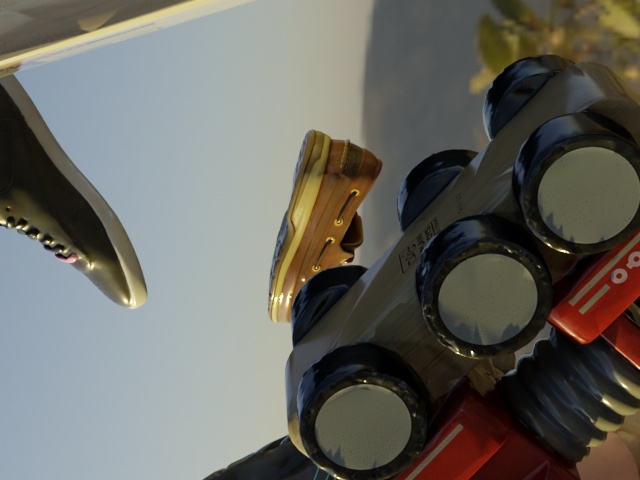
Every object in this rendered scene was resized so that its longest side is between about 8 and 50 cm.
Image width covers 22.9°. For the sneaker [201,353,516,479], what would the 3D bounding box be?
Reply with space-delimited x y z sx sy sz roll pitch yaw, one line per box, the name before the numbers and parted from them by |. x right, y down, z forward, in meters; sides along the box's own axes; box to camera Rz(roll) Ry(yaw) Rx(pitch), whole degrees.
sneaker | 0.030 0.147 0.984 0.101 0.267 0.106 -12 -112 -53

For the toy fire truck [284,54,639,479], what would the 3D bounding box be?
toy fire truck | 0.132 0.058 0.761 0.217 0.246 0.158 -47 17 14

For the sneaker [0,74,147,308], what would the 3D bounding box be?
sneaker | -0.293 -0.024 1.500 0.295 0.147 0.105 56 156 -17

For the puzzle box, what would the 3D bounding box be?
puzzle box | -0.078 -0.174 1.017 0.272 0.409 0.052 -118 11 -82

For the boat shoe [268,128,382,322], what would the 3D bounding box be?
boat shoe | 0.000 -0.001 1.136 0.064 0.060 0.178 -81 6 -46

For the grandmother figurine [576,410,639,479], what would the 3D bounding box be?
grandmother figurine | 0.056 0.208 0.899 0.104 0.342 0.207 -13 93 66
